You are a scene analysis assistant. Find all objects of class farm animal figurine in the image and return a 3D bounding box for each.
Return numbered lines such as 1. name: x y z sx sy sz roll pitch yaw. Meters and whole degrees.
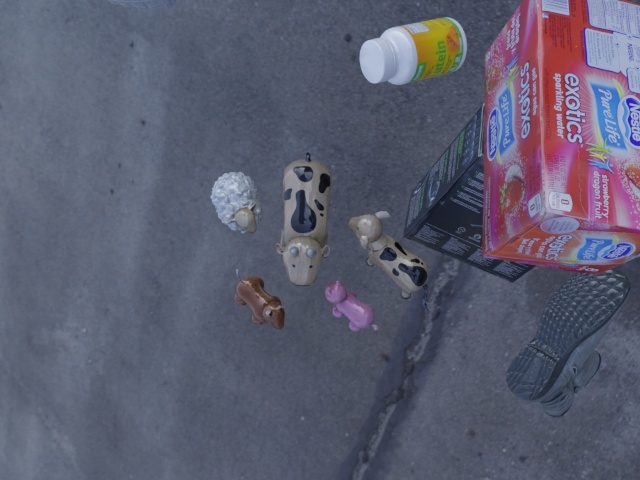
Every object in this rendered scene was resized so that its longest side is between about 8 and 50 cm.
1. farm animal figurine: 0.000 0.000 0.983 0.172 0.330 0.327 99 157 -74

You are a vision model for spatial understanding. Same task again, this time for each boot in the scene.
1. boot: 0.400 0.161 0.910 0.247 0.161 0.083 -54 44 9

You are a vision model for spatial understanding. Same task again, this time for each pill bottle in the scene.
1. pill bottle: 0.225 -0.460 1.430 0.136 0.245 0.136 44 145 43

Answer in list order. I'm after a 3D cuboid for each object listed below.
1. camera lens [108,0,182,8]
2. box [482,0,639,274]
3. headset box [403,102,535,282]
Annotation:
1. camera lens: -0.176 -0.325 0.435 0.219 0.274 0.220 0 90 2
2. box: 0.245 -0.108 0.579 0.123 0.128 0.257 117 161 -67
3. headset box: 0.325 -0.078 1.038 0.283 0.246 0.131 123 166 -55
